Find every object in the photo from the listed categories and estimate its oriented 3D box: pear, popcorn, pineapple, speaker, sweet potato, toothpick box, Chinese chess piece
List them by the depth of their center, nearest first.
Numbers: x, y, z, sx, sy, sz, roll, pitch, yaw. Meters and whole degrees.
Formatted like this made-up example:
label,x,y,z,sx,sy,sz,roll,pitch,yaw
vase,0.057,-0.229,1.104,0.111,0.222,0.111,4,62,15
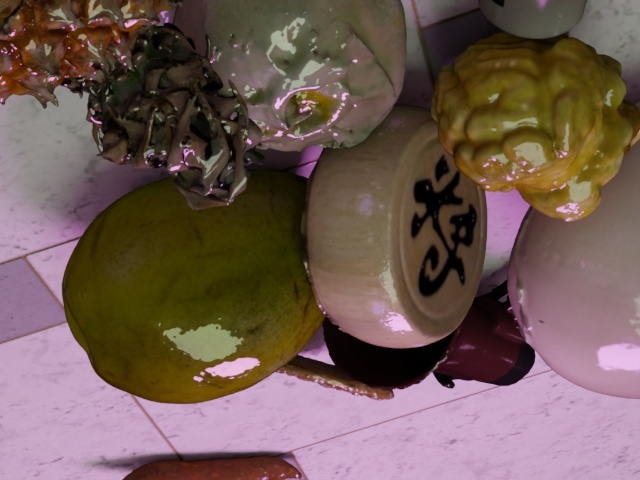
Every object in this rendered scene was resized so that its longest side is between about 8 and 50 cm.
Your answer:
label,x,y,z,sx,sy,sz,roll,pitch,yaw
pineapple,-0.157,-0.135,1.144,0.262,0.262,0.272,-30,120,19
toothpick box,0.208,-0.285,1.250,0.111,0.111,0.181,-9,145,-9
popcorn,0.214,-0.114,1.371,0.200,0.203,0.226,-31,-170,-13
Chinese chess piece,0.085,-0.015,1.449,0.104,0.257,0.257,2,155,32
pear,-0.121,0.045,1.469,0.307,0.253,0.253,-17,147,-20
speaker,0.188,0.075,1.742,0.329,0.198,0.259,12,107,-52
sweet potato,-0.176,0.357,2.023,0.314,0.066,0.072,1,148,-25

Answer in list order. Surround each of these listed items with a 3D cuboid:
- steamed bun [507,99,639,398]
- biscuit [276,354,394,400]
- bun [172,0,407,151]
label,x,y,z,sx,sy,sz,roll,pitch,yaw
steamed bun,0.407,0.025,1.558,0.374,0.241,0.374,-22,132,-27
biscuit,-0.010,0.166,1.745,0.219,0.033,0.220,16,177,1
bun,-0.029,-0.170,1.292,0.239,0.141,0.239,-7,142,-5
